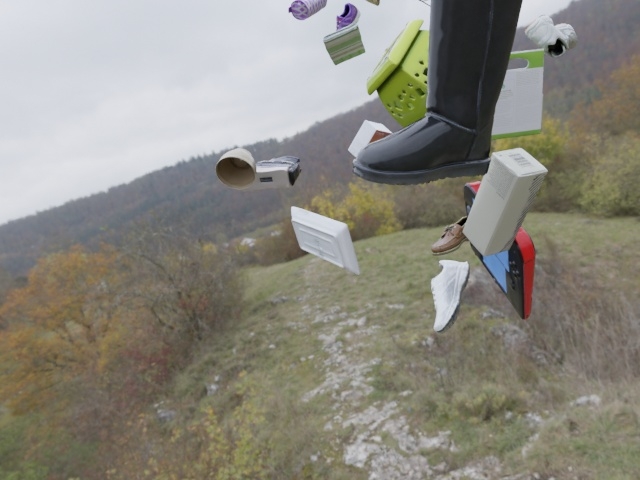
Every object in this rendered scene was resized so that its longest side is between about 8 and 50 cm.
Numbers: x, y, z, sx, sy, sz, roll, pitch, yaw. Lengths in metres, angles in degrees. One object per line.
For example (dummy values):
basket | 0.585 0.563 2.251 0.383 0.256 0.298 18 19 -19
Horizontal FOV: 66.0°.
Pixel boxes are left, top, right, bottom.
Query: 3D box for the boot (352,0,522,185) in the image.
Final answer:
boot | 0.243 -0.355 1.030 0.367 0.445 0.146 -11 30 -30

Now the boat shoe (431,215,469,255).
boat shoe | 0.599 -0.024 2.249 0.307 0.104 0.110 -27 17 -39

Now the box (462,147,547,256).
box | 0.475 -0.096 1.294 0.094 0.275 0.113 -13 48 -19

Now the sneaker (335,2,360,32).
sneaker | 0.068 -0.709 1.644 0.068 0.170 0.071 23 1 42

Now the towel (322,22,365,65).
towel | 0.074 -0.604 1.523 0.113 0.023 0.152 -18 -12 11

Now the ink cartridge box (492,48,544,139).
ink cartridge box | 0.589 -0.457 1.548 0.188 0.255 0.097 -8 21 -4

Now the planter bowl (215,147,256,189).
planter bowl | -0.329 -0.301 1.982 0.162 0.162 0.109 -18 39 25

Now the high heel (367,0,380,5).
high heel | 0.149 -0.929 1.628 0.093 0.261 0.186 13 72 49

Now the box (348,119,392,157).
box | 0.238 -0.472 2.358 0.130 0.091 0.170 -1 -48 -44

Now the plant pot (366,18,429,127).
plant pot | 0.287 -0.521 1.526 0.228 0.207 0.227 -60 11 -19

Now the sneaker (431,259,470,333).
sneaker | 0.471 0.208 1.856 0.129 0.297 0.111 14 -24 21

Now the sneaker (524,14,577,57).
sneaker | 0.775 -0.644 1.621 0.262 0.121 0.099 -7 -23 -38

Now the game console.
game console | 0.572 0.022 1.605 0.060 0.342 0.386 -17 40 -1

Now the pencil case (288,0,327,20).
pencil case | -0.047 -0.972 2.026 0.088 0.086 0.206 21 43 14

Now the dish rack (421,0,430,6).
dish rack | 0.431 -0.857 1.636 0.208 0.271 0.074 -62 20 22

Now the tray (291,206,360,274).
tray | 0.000 0.000 1.298 0.030 0.145 0.270 -30 27 -24

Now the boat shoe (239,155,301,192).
boat shoe | -0.245 -0.301 2.197 0.340 0.127 0.158 5 33 20
